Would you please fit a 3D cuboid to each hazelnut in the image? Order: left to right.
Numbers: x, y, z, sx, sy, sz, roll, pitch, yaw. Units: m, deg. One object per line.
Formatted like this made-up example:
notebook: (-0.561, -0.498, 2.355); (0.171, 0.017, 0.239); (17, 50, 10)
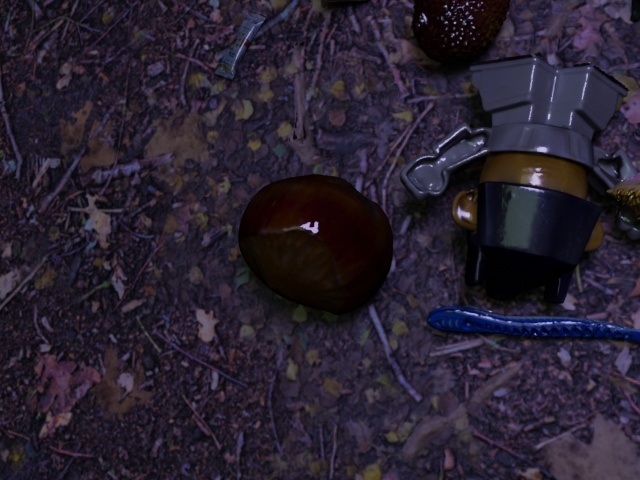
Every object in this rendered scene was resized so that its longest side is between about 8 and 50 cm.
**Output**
hazelnut: (-0.004, 0.007, 0.949); (0.201, 0.160, 0.170); (31, 108, -15)

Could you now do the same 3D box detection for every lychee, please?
lychee: (0.180, -0.293, 0.938); (0.129, 0.123, 0.123); (-17, 76, 8)

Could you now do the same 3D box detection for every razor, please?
razor: (0.289, 0.113, 0.873); (0.324, 0.093, 0.056); (9, 45, 25)

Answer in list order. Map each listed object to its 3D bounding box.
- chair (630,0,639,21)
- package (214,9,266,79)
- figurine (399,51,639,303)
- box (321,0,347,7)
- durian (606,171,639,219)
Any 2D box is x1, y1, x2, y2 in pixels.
chair: (0.414, -0.353, 0.816); (0.174, 0.213, 0.149); (1, 87, 19)
package: (-0.121, -0.294, 1.100); (0.037, 0.015, 0.110); (28, 90, 27)
figurine: (0.248, -0.070, 0.864); (0.308, 0.143, 0.308); (-5, 77, 20)
box: (0.035, -0.415, 1.018); (0.111, 0.111, 0.177); (10, 85, 21)
durian: (0.434, -0.066, 0.788); (0.132, 0.182, 0.165); (62, 144, 17)
